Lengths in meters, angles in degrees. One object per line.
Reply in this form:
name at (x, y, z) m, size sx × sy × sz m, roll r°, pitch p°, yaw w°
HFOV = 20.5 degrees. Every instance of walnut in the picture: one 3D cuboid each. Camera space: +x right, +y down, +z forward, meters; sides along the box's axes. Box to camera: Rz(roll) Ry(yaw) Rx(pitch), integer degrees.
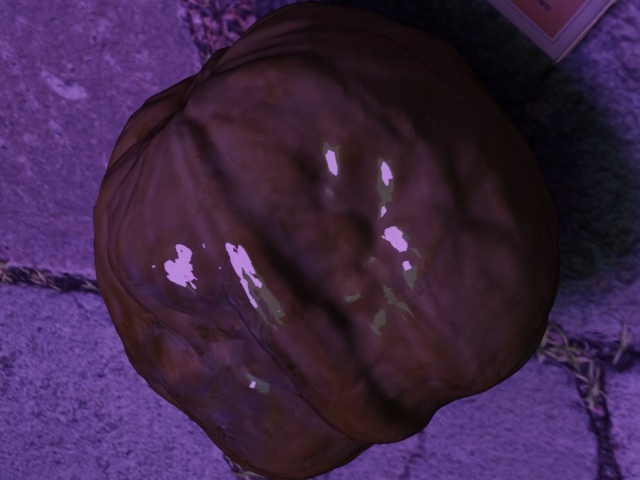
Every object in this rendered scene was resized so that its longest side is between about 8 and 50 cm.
walnut at (-0.002, 0.001, 1.120) m, size 0.277 × 0.282 × 0.253 m, roll 59°, pitch 175°, yaw -12°

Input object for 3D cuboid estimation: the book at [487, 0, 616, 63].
book at (0.140, -0.229, 1.005) m, size 0.170 × 0.018 × 0.241 m, roll 42°, pitch 137°, yaw 1°
